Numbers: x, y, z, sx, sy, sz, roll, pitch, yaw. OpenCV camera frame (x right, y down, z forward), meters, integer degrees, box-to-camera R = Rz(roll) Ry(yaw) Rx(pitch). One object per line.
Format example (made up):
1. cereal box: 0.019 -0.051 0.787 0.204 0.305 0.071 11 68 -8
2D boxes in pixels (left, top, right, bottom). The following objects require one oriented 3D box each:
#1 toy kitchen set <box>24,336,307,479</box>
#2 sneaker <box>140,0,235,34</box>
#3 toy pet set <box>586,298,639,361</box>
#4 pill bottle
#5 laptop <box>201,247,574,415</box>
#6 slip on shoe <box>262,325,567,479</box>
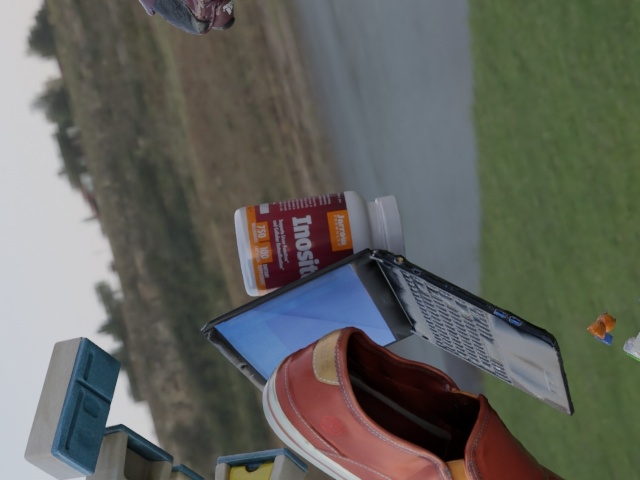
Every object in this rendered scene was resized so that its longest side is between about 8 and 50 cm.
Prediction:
1. toy kitchen set: -0.134 0.180 1.294 0.207 0.166 0.122 44 -136 -43
2. sneaker: -0.105 -0.335 1.648 0.106 0.281 0.162 -67 -40 -52
3. toy pet set: 0.278 0.070 1.105 0.122 0.065 0.114 28 178 24
4. pill bottle: 0.000 0.000 1.300 0.086 0.152 0.086 171 90 -89
5. laptop: 0.068 0.113 1.205 0.264 0.136 0.234 27 168 21
6. slip on shoe: 0.113 0.177 1.107 0.101 0.331 0.123 -47 16 39
